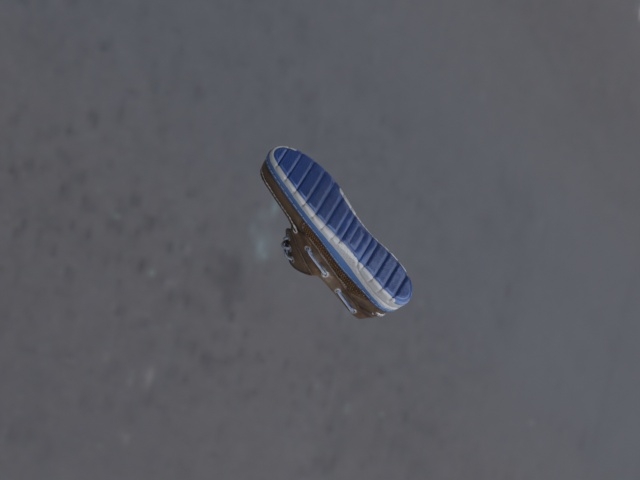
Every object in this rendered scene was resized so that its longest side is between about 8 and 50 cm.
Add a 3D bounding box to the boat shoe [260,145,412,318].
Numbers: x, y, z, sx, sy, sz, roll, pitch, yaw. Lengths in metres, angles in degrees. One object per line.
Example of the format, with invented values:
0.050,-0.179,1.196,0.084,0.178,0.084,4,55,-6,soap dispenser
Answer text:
0.000,0.000,1.694,0.183,0.066,0.066,51,34,-8,boat shoe
